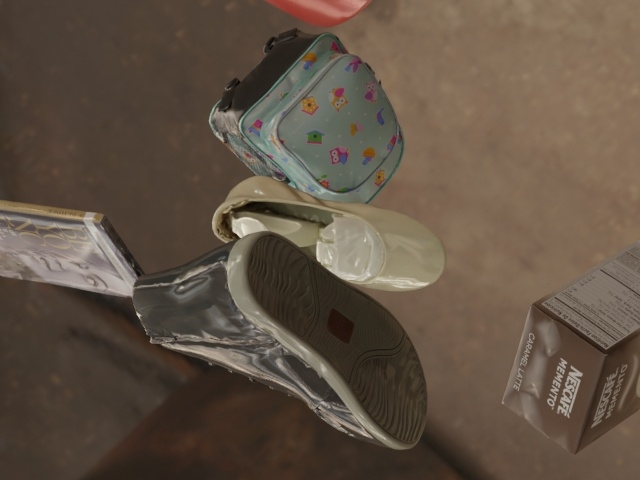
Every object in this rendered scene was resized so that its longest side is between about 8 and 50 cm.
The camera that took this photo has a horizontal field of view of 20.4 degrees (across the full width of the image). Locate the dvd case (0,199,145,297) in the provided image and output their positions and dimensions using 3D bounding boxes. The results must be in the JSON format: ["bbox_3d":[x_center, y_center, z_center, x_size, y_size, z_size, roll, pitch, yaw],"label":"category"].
[{"bbox_3d":[-0.316,0.008,2.077,0.221,0.018,0.164,7,149,24],"label":"dvd case"}]

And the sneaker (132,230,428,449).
[{"bbox_3d":[-0.023,0.073,1.243,0.118,0.083,0.222,-11,135,40],"label":"sneaker"}]

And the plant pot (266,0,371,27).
[{"bbox_3d":[-0.061,-0.366,1.699,0.243,0.275,0.275,16,159,-30],"label":"plant pot"}]

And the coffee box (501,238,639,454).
[{"bbox_3d":[0.309,0.092,1.794,0.098,0.246,0.141,37,136,30],"label":"coffee box"}]

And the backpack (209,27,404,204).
[{"bbox_3d":[0.002,-0.116,1.924,0.144,0.166,0.188,20,155,51],"label":"backpack"}]

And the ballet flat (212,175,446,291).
[{"bbox_3d":[0.000,0.000,1.710,0.248,0.086,0.086,16,135,33],"label":"ballet flat"}]
